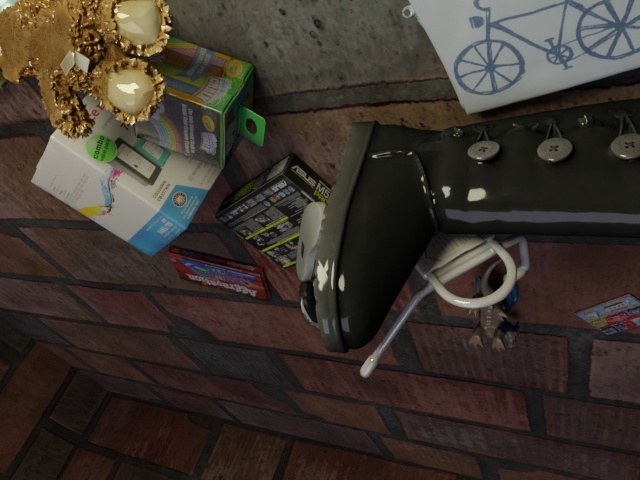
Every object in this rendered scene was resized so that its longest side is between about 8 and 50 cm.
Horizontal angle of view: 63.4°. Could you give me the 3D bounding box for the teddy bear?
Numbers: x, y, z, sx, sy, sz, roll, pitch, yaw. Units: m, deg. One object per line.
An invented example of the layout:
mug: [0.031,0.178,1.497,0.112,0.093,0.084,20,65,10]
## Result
teddy bear: [-0.327,-0.273,0.746,0.337,0.113,0.245,0,101,35]

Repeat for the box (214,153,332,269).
box: [-0.068,-0.048,1.096,0.216,0.060,0.270,38,144,-24]

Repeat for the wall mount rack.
wall mount rack: [0.138,0.033,0.822,0.304,0.350,0.131,-29,133,-2]

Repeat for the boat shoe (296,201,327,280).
boat shoe: [0.000,0.000,1.014,0.070,0.078,0.219,-8,147,-17]

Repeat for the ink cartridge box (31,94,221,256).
ink cartridge box: [-0.366,-0.141,1.008,0.270,0.198,0.197,36,145,-22]

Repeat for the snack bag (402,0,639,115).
snack bag: [0.243,-0.304,0.572,0.322,0.037,0.342,-8,139,39]

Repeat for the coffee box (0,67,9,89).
coffee box: [-0.733,-0.351,1.062,0.184,0.041,0.113,-1,140,32]

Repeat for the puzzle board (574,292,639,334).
puzzle board: [0.598,0.153,1.043,0.096,0.011,0.128,30,145,-12]

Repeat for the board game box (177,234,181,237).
board game box: [-0.450,-0.070,1.310,0.126,0.026,0.186,-5,138,35]

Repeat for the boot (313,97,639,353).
boot: [0.236,-0.022,0.650,0.444,0.367,0.146,2,149,17]

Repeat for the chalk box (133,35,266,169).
chalk box: [-0.186,-0.221,0.856,0.212,0.132,0.132,20,146,1]

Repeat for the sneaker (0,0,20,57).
sneaker: [-0.627,-0.382,0.889,0.365,0.135,0.150,0,107,10]

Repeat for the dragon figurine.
dragon figurine: [0.359,0.127,1.074,0.085,0.144,0.289,2,122,30]

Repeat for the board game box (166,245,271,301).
board game box: [-0.281,0.094,1.445,0.281,0.027,0.145,12,147,14]

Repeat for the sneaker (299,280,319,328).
sneaker: [0.046,0.186,1.348,0.124,0.107,0.283,-13,139,21]
